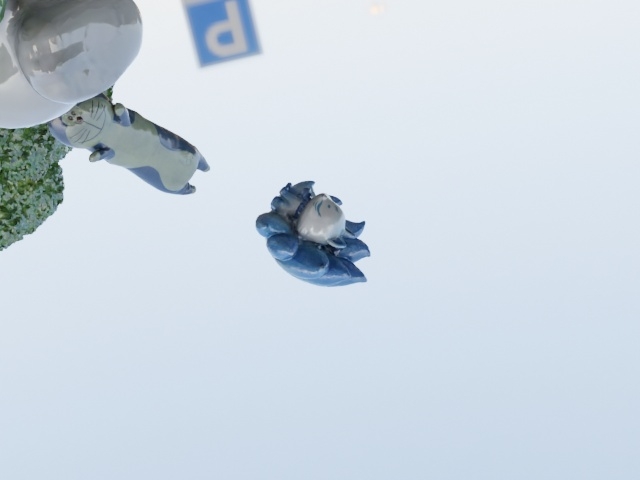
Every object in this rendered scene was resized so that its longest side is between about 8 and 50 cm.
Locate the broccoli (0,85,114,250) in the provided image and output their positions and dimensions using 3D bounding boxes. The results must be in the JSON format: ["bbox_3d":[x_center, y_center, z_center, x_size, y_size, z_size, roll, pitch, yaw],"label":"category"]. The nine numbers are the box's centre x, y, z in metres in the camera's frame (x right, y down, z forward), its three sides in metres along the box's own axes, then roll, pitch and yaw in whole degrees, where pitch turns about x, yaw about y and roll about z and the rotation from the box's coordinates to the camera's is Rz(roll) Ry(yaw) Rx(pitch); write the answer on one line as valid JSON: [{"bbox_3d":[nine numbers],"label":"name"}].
[{"bbox_3d":[-0.420,-0.185,1.218,0.310,0.413,0.321,-13,175,22],"label":"broccoli"}]

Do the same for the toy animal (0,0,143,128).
[{"bbox_3d":[-0.186,-0.087,0.308,0.154,0.208,0.325,4,-142,48],"label":"toy animal"}]

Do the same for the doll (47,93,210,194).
[{"bbox_3d":[-0.108,-0.055,0.629,0.027,0.125,0.037,34,-85,39],"label":"doll"}]

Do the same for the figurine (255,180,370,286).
[{"bbox_3d":[0.000,0.000,0.929,0.114,0.079,0.114,27,-152,-16],"label":"figurine"}]
